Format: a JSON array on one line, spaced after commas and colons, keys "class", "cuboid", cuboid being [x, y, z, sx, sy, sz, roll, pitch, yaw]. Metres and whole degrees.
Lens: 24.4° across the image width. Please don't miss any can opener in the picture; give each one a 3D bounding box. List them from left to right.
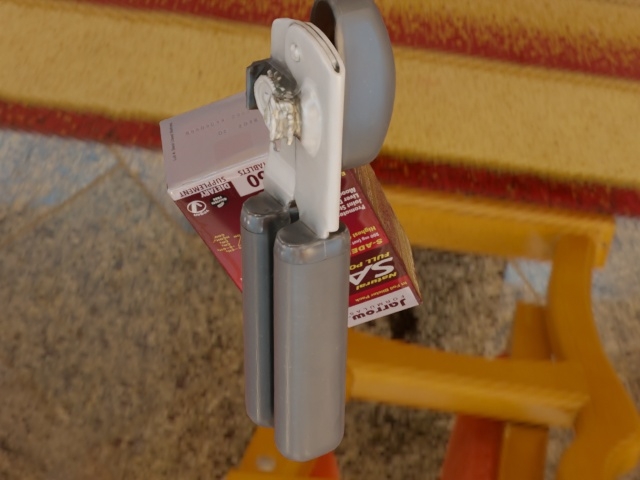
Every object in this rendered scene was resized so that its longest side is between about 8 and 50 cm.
[{"class": "can opener", "cuboid": [0.000, 0.000, 0.848, 0.093, 0.074, 0.280, -12, 124, -28]}]

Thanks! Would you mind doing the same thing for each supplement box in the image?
[{"class": "supplement box", "cuboid": [-0.017, -0.018, 1.147, 0.130, 0.073, 0.239, -19, 143, 11]}]
